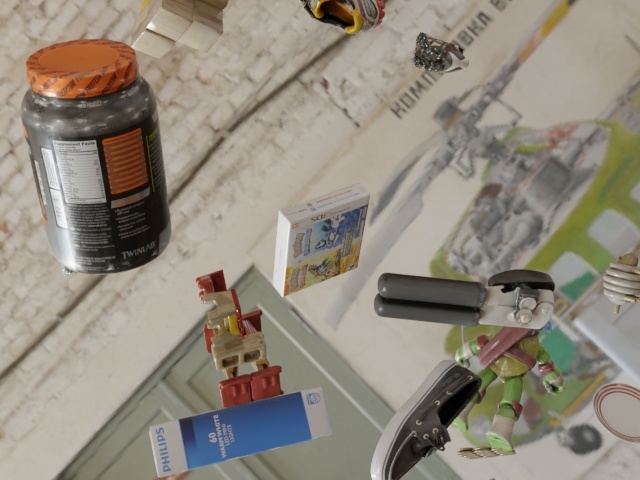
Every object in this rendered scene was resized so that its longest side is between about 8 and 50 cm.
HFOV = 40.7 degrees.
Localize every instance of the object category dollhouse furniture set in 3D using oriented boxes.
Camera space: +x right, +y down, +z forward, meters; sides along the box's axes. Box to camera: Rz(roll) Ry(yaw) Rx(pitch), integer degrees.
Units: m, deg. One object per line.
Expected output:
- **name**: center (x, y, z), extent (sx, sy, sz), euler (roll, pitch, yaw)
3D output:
- **dollhouse furniture set**: center (-0.190, 0.206, 2.013), extent (0.152, 0.201, 0.374), euler (-13, -42, -12)

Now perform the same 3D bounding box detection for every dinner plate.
- **dinner plate**: center (0.603, 0.342, 1.698), extent (0.141, 0.141, 0.017), euler (-39, -27, -36)

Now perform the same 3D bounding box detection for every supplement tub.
- **supplement tub**: center (-0.354, -0.132, 1.374), extent (0.207, 0.207, 0.338), euler (-37, -43, -43)

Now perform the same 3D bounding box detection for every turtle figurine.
- **turtle figurine**: center (0.359, 0.274, 1.680), extent (0.266, 0.197, 0.274), euler (-56, 6, -24)

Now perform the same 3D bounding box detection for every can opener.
- **can opener**: center (0.221, 0.088, 1.316), extent (0.093, 0.280, 0.074), euler (-98, 13, -58)

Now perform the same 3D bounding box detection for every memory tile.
- **memory tile**: center (0.359, 0.458, 1.867), extent (0.113, 0.012, 0.148), euler (-11, -21, 17)

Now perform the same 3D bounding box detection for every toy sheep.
- **toy sheep**: center (0.634, 0.090, 1.800), extent (0.091, 0.091, 0.132), euler (-4, -71, -76)

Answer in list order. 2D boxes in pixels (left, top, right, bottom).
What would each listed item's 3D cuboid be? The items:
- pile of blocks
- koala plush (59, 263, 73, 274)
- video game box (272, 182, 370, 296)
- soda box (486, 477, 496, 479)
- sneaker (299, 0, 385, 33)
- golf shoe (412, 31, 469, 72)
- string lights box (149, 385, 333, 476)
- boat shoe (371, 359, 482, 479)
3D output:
- **pile of blocks**: center (-0.115, -0.386, 1.049), extent (0.112, 0.149, 0.362), euler (18, -72, -32)
- **koala plush**: center (-0.571, -0.017, 2.155), extent (0.196, 0.221, 0.203), euler (-14, -40, -6)
- **video game box**: center (0.000, 0.000, 1.695), extent (0.187, 0.048, 0.205), euler (-19, -41, -25)
- **soda box**: center (0.376, 0.598, 1.769), extent (0.069, 0.216, 0.074), euler (-10, -54, -17)
- **sneaker**: center (-0.001, -0.424, 1.448), extent (0.093, 0.225, 0.088), euler (-46, -16, -49)
- **golf shoe**: center (0.268, -0.414, 1.936), extent (0.198, 0.093, 0.077), euler (-112, 30, -60)
- **string lights box**: center (-0.125, 0.291, 1.309), extent (0.259, 0.077, 0.133), euler (-11, -13, -14)
- **boat shoe**: center (0.163, 0.273, 1.267), extent (0.228, 0.076, 0.080), euler (-44, -46, -31)
